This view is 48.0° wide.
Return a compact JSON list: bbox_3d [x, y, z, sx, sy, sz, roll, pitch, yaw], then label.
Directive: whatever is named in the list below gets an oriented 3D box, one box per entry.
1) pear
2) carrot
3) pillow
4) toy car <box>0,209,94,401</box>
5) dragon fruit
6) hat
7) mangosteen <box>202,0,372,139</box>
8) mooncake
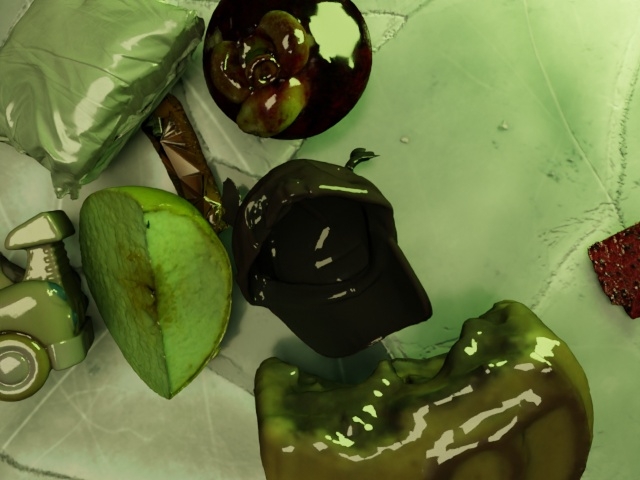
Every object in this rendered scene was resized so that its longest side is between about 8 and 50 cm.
[{"bbox_3d":[-0.242,0.043,1.013,0.239,0.139,0.288,14,117,38],"label":"pear"},{"bbox_3d":[-0.195,-0.106,1.045,0.069,0.069,0.228,-25,90,3],"label":"carrot"},{"bbox_3d":[-0.339,-0.233,0.995,0.283,0.138,0.310,35,90,28],"label":"pillow"},{"bbox_3d":[-0.485,0.094,0.941,0.336,0.242,0.226,-9,96,-12],"label":"toy car"},{"bbox_3d":[0.452,0.040,1.026,0.097,0.063,0.131,-23,90,36],"label":"dragon fruit"},{"bbox_3d":[0.008,-0.002,1.003,0.238,0.209,0.336,-29,129,15],"label":"hat"},{"bbox_3d":[-0.050,-0.235,0.932,0.228,0.265,0.228,5,111,12],"label":"mangosteen"},{"bbox_3d":[0.126,0.228,0.915,0.393,0.246,0.394,29,106,-14],"label":"mooncake"}]
